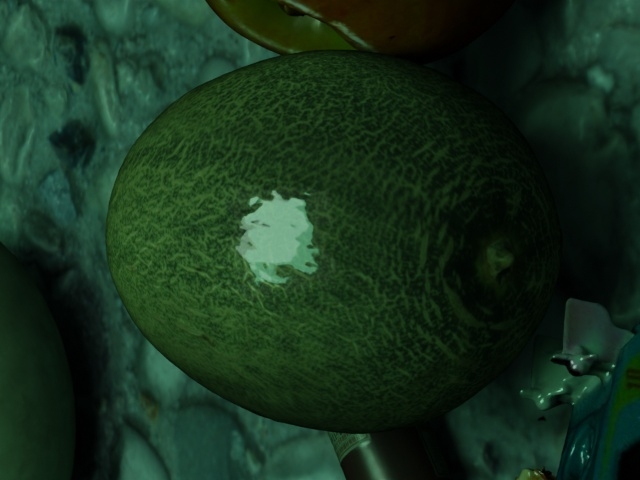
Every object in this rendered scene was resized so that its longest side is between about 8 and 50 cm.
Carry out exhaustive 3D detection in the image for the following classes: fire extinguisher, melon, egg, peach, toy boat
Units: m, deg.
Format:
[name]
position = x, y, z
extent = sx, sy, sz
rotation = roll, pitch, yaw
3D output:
[fire extinguisher]
position = 0.032, 0.124, 1.341
extent = 0.099, 0.071, 0.231
rotation = 105, 146, -56
[melon]
position = 0.000, 0.000, 1.201
extent = 0.329, 0.249, 0.248
rotation = 1, 89, 47
[egg]
position = -0.341, 0.145, 1.614
extent = 0.258, 0.258, 0.352
rotation = -29, 73, 44
[peach]
position = 0.041, -0.254, 1.239
extent = 0.245, 0.248, 0.274
rotation = 15, 83, 15
[toy boat]
position = 0.156, 0.186, 1.078
extent = 0.134, 0.092, 0.298
rotation = 115, 165, -60

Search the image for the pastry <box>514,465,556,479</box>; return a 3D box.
[pastry]
position = 0.156, 0.230, 1.197
extent = 0.087, 0.063, 0.169
rotation = -12, 76, 51
